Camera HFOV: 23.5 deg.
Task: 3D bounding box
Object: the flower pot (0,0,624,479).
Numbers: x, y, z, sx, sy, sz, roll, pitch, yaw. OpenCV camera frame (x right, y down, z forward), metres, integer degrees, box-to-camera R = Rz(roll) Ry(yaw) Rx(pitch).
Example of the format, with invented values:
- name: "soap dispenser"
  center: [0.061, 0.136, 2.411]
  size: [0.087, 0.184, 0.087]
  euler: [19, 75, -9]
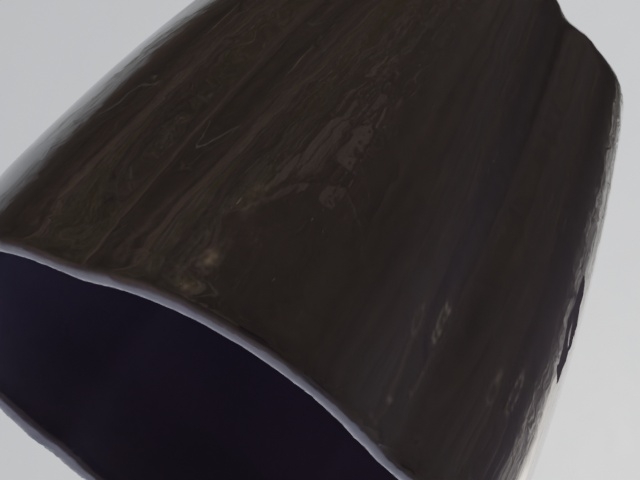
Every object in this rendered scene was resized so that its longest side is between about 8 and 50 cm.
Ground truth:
- name: "flower pot"
  center: [0.000, 0.000, 0.674]
  size: [0.265, 0.265, 0.243]
  euler: [31, -119, 0]
